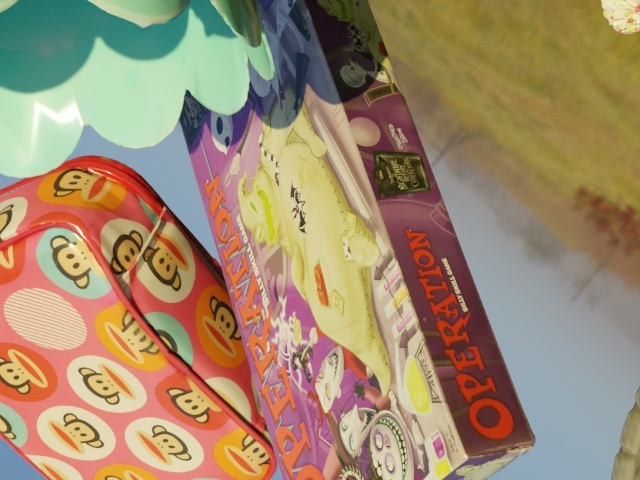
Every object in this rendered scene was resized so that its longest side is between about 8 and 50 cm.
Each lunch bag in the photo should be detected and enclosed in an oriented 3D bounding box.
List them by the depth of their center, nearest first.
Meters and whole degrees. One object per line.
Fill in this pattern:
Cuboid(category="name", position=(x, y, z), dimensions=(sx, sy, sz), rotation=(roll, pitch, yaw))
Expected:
Cuboid(category="lunch bag", position=(-0.185, 0.093, 1.011), dimensions=(0.293, 0.258, 0.120), rotation=(54, -148, -27))

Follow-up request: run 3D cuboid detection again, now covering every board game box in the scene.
Cuboid(category="board game box", position=(0.000, 0.000, 0.761), dimensions=(0.056, 0.208, 0.346), rotation=(-8, -116, -23))

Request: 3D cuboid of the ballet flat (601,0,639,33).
Cuboid(category="ballet flat", position=(0.346, -0.328, 1.387), dimensions=(0.091, 0.241, 0.077), rotation=(-11, -150, -12))

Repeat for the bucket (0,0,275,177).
Cuboid(category="bucket", position=(-0.160, -0.126, 0.473), dimensions=(0.281, 0.281, 0.183), rotation=(3, -105, -74))

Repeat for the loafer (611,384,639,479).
Cuboid(category="loafer", position=(0.155, 0.020, 0.329), dimensions=(0.087, 0.251, 0.094), rotation=(16, -170, -24))
